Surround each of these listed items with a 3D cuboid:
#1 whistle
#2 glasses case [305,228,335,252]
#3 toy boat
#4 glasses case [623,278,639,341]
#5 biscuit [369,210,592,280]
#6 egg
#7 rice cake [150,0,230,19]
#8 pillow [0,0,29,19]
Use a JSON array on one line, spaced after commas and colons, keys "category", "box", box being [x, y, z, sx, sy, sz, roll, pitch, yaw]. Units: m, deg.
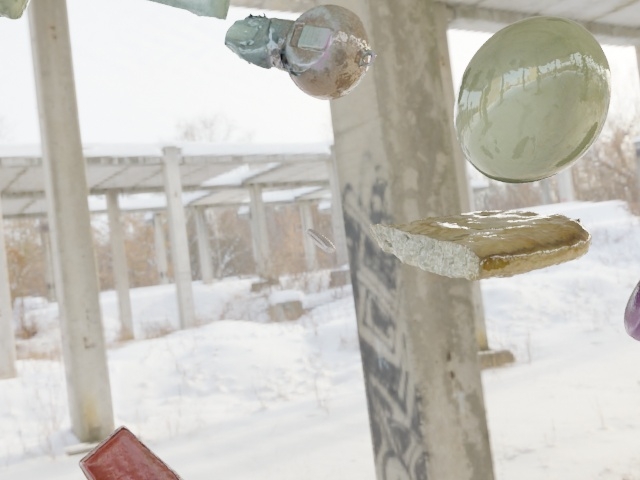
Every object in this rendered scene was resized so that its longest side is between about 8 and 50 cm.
[{"category": "whistle", "box": [-0.035, -0.380, 1.431, 0.348, 0.189, 0.189, 18, 11, 30]}, {"category": "glasses case", "box": [0.000, 0.000, 1.554, 0.083, 0.021, 0.032, 41, 16, 34]}, {"category": "toy boat", "box": [-0.326, 0.524, 1.412, 0.145, 0.332, 0.133, -41, -7, -26]}, {"category": "glasses case", "box": [0.603, 0.035, 1.181, 0.076, 0.316, 0.123, 29, 32, 7]}, {"category": "biscuit", "box": [0.361, 0.003, 1.594, 0.446, 0.103, 0.429, -9, 11, -32]}, {"category": "egg", "box": [0.310, -0.201, 1.064, 0.219, 0.219, 0.269, -7, -35, -8]}, {"category": "rice cake", "box": [-0.219, -0.374, 1.021, 0.226, 0.085, 0.040, 20, 18, 25]}, {"category": "pillow", "box": [-0.739, -0.646, 1.514, 0.322, 0.255, 0.120, 25, -1, -34]}]
